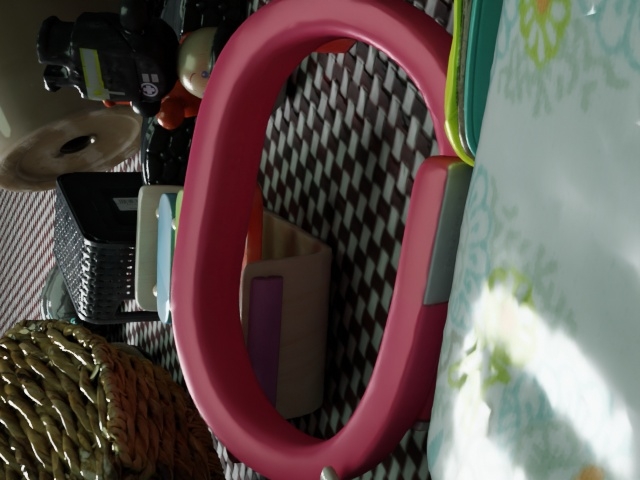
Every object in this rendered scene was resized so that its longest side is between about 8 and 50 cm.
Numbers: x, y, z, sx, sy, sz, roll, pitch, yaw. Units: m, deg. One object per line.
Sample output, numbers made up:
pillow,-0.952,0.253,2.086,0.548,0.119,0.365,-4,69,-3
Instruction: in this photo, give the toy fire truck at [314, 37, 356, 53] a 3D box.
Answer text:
toy fire truck,0.002,-0.236,0.788,0.135,0.047,0.192,131,134,-61

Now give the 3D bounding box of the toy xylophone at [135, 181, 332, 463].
toy xylophone,-0.071,0.066,0.938,0.322,0.081,0.236,-168,78,-67

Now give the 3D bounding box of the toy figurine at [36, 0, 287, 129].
toy figurine,-0.098,-0.187,0.851,0.213,0.148,0.210,-1,-85,-83

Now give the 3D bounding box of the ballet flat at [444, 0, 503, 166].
ballet flat,0.093,-0.146,0.550,0.077,0.077,0.231,-87,3,-68

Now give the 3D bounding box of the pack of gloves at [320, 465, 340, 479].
pack of gloves,0.054,0.260,0.611,0.232,0.046,0.195,-123,29,-56

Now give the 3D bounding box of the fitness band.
fitness band,0.000,0.000,0.695,0.209,0.054,0.291,26,110,41

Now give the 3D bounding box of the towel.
towel,0.149,0.049,0.394,0.374,0.090,0.321,-128,42,-56

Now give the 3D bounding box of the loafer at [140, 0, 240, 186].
loafer,-0.116,-0.139,1.055,0.078,0.076,0.223,-123,43,-61

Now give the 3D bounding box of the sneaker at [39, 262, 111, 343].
sneaker,-0.285,0.140,1.484,0.106,0.101,0.267,18,108,43

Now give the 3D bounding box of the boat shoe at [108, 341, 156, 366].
boat shoe,-0.219,0.155,1.290,0.285,0.102,0.092,28,112,61

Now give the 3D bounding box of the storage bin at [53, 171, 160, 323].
storage bin,-0.186,0.002,1.160,0.180,0.122,0.084,-130,44,-57

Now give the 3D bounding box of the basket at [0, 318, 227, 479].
basket,-0.161,0.208,0.944,0.213,0.223,0.299,-54,30,-4

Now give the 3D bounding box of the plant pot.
plant pot,-0.305,-0.217,1.262,0.280,0.323,0.323,64,151,13
